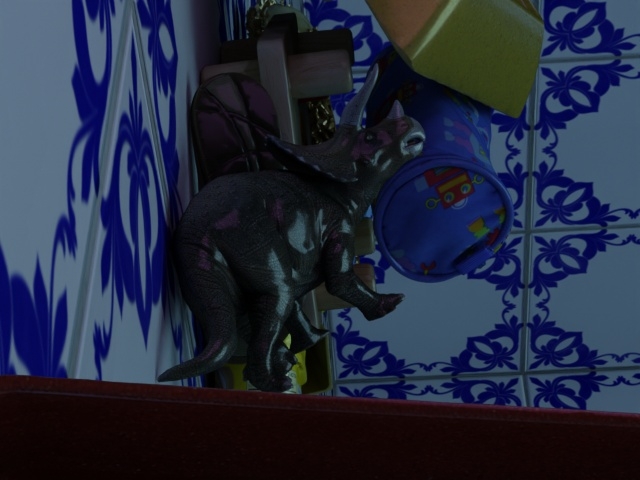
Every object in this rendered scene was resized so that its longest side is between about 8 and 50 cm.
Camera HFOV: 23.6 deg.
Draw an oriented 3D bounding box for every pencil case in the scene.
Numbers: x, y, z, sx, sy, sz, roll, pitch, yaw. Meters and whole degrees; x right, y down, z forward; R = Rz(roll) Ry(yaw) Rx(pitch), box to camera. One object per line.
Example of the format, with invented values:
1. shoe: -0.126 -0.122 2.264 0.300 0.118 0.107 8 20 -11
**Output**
1. pencil case: 0.105 -0.079 1.393 0.133 0.119 0.306 45 20 -21

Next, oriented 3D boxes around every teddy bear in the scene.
1. teddy bear: -0.034 -0.103 1.673 0.245 0.113 0.338 -92 173 -68

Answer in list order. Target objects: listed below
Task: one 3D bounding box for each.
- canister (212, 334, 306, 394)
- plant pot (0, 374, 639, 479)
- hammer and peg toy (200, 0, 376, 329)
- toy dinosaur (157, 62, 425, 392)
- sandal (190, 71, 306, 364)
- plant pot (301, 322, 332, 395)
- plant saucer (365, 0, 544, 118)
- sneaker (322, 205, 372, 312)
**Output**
1. canister: -0.048 0.166 1.203 0.126 0.073 0.169 82 7 -74
2. plant pot: 0.009 0.222 0.480 0.235 0.267 0.267 103 -11 -52
3. hammer and peg toy: -0.031 -0.115 1.335 0.266 0.127 0.361 -84 168 -75
4. toy dinosaur: -0.042 0.012 1.056 0.313 0.121 0.160 -33 96 -43
5. sandal: -0.065 -0.016 1.166 0.060 0.090 0.219 155 -73 -69
6. plant pot: -0.041 0.097 1.464 0.083 0.082 0.081 -114 -166 -47
7. plant saucer: 0.081 -0.283 1.358 0.332 0.081 0.333 62 18 14
8. sneaker: 0.000 0.000 1.550 0.067 0.078 0.188 -33 -145 57
